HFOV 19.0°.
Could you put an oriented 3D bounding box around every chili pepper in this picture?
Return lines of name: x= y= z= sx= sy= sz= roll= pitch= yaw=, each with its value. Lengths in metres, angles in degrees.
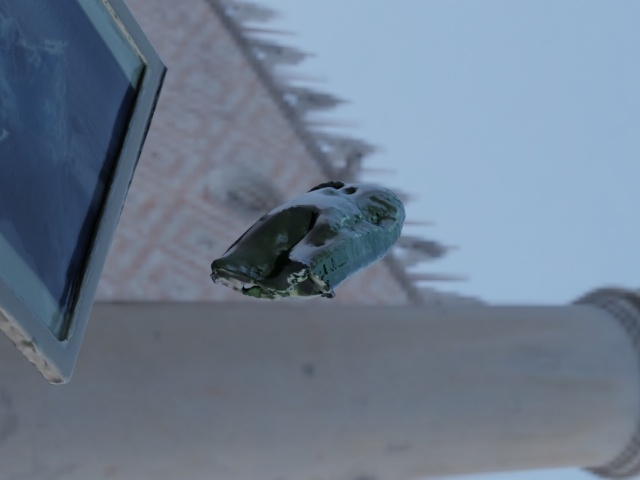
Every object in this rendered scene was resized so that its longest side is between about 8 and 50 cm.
chili pepper: x=0.000 y=-0.002 z=1.245 sx=0.098 sy=0.224 sz=0.061 roll=-5 pitch=-83 yaw=16

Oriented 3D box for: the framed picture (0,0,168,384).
framed picture: x=-0.248 y=-0.130 z=1.468 sx=0.028 sy=0.446 sz=0.326 roll=1 pitch=-120 yaw=22
